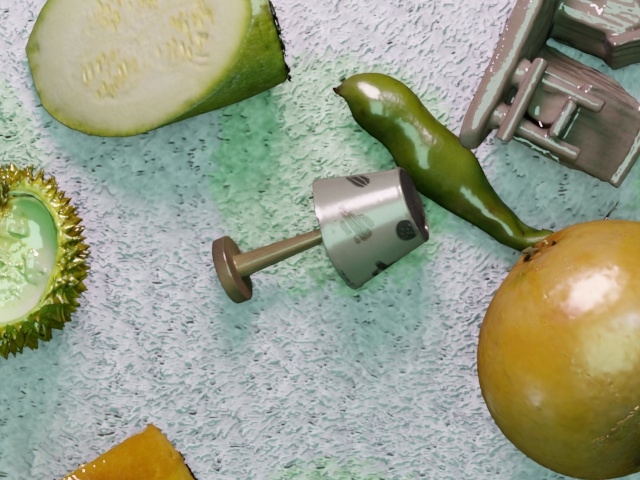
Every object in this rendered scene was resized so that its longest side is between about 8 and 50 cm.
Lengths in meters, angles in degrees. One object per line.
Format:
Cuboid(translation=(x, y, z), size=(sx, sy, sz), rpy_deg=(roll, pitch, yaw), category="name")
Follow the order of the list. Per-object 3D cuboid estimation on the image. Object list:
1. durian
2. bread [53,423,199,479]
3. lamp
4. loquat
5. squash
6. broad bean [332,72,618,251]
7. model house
Cuboid(translation=(-0.342, 0.025, 1.868), size=(0.237, 0.176, 0.200), rpy_deg=(-27, 100, 7), category="durian")
Cuboid(translation=(-0.246, 0.300, 1.891), size=(0.260, 0.134, 0.129), rpy_deg=(-32, 89, 1), category="bread")
Cuboid(translation=(0.000, 0.000, 1.891), size=(0.214, 0.121, 0.121), rpy_deg=(-22, 91, 13), category="lamp")
Cuboid(translation=(0.282, 0.108, 1.812), size=(0.263, 0.263, 0.263), rpy_deg=(0, 91, 1), category="loquat")
Cuboid(translation=(-0.174, -0.206, 1.852), size=(0.260, 0.189, 0.189), rpy_deg=(-15, 91, -2), category="squash")
Cuboid(translation=(0.148, -0.075, 1.917), size=(0.318, 0.056, 0.098), rpy_deg=(29, 85, -5), category="broad bean")
Cuboid(translation=(0.262, -0.164, 1.878), size=(0.188, 0.122, 0.229), rpy_deg=(26, 89, -2), category="model house")
